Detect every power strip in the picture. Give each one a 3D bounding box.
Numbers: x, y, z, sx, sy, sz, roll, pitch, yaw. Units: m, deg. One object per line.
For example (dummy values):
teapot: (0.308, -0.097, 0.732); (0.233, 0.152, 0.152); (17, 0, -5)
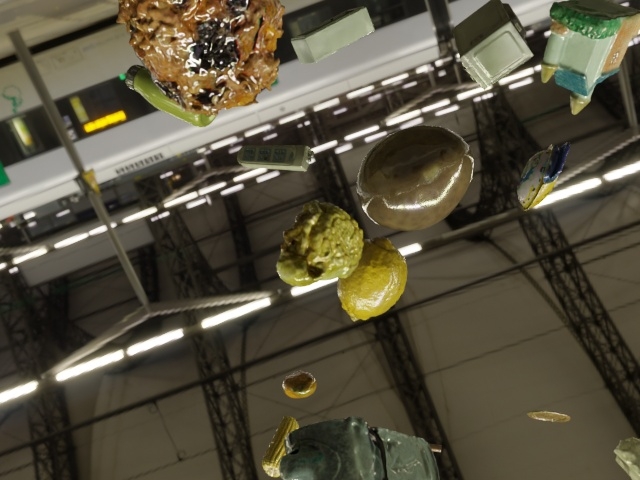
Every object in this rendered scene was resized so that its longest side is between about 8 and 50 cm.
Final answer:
power strip: (-0.160, -0.283, 2.106); (0.286, 0.080, 0.048); (5, 167, 25)

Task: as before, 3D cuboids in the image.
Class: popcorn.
popcorn: (0.000, 0.000, 1.711); (0.174, 0.225, 0.286); (0, -173, 41)

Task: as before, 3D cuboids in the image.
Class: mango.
mango: (-0.067, 0.503, 2.171); (0.115, 0.089, 0.165); (-10, 174, -32)

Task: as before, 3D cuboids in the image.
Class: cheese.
cheese: (0.478, -0.144, 1.333); (0.064, 0.156, 0.250); (21, 170, 4)

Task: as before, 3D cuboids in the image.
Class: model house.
model house: (0.792, -0.550, 1.901); (0.267, 0.324, 0.194); (-23, -136, -37)

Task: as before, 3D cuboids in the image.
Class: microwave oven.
microwave oven: (0.436, -0.500, 1.582); (0.163, 0.129, 0.205); (-31, -150, 27)

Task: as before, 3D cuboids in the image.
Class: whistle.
whistle: (0.094, 0.485, 1.336); (0.405, 0.188, 0.168); (0, -124, -19)

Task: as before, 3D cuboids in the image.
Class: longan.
longan: (0.314, -0.207, 2.091); (0.405, 0.336, 0.404); (-29, -177, 2)

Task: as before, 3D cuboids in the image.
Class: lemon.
lemon: (0.203, 0.149, 2.450); (0.286, 0.315, 0.285); (-12, -171, 2)

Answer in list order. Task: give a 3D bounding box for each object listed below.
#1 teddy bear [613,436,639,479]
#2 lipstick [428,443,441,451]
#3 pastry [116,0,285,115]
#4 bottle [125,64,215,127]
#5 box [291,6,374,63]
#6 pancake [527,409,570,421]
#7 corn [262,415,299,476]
teddy bear: (0.886, 0.488, 1.286); (0.362, 0.327, 0.375); (-39, -126, 2)
lipstick: (0.282, 0.561, 1.697); (0.094, 0.018, 0.019); (5, -154, 16)
pastry: (-0.244, -0.453, 1.295); (0.338, 0.404, 0.292); (-17, -138, -30)
bottle: (-0.402, -0.397, 1.669); (0.260, 0.112, 0.112); (26, -144, 15)
box: (0.037, -0.643, 1.951); (0.225, 0.086, 0.129); (-31, -157, -13)
pancake: (0.617, 0.474, 1.684); (0.115, 0.115, 0.011); (-8, -122, 33)
corn: (-0.106, 0.561, 1.705); (0.063, 0.085, 0.165); (-13, -146, 32)
